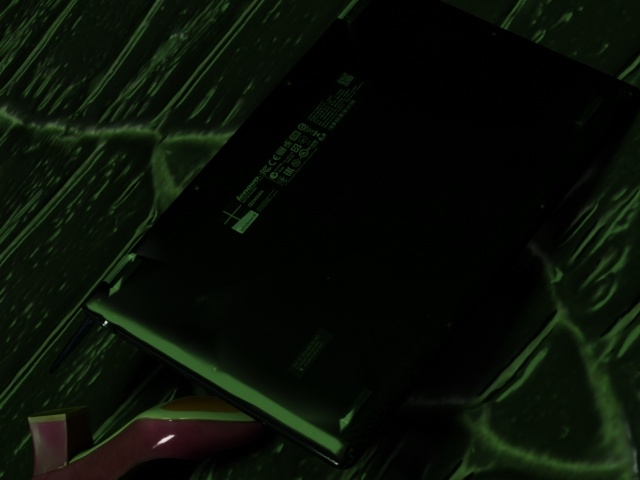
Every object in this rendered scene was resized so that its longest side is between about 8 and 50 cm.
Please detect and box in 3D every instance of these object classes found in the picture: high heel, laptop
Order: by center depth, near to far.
[{"bbox_3d":[0.000,0.000,1.513,0.408,0.236,0.382,28,67,30],"label":"laptop"},{"bbox_3d":[-0.143,0.195,1.526,0.244,0.082,0.117,-7,94,26],"label":"high heel"}]
